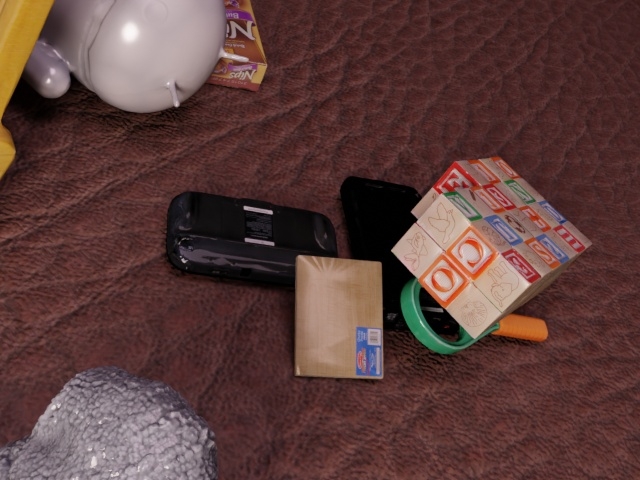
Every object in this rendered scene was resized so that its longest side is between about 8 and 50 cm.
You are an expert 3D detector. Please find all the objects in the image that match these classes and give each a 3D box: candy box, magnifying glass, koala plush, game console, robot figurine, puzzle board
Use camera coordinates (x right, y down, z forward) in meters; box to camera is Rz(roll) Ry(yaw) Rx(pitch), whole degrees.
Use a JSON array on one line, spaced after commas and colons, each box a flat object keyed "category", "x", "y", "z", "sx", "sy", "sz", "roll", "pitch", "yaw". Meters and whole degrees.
[{"category": "candy box", "x": -0.148, "y": -0.300, "z": 1.101, "sx": 0.109, "sy": 0.053, "sz": 0.186, "roll": 5, "pitch": 48, "yaw": -24}, {"category": "magnifying glass", "x": 0.181, "y": 0.090, "z": 0.867, "sx": 0.231, "sy": 0.026, "sz": 0.092, "roll": 14, "pitch": 54, "yaw": -38}, {"category": "koala plush", "x": -0.171, "y": 0.192, "z": 0.425, "sx": 0.196, "sy": 0.203, "sz": 0.221, "roll": 42, "pitch": 42, "yaw": 21}, {"category": "game console", "x": 0.000, "y": 0.000, "z": 0.891, "sx": 0.361, "sy": 0.044, "sz": 0.213, "roll": 9, "pitch": 46, "yaw": -21}, {"category": "robot figurine", "x": -0.258, "y": -0.293, "z": 0.927, "sx": 0.353, "sy": 0.199, "sz": 0.300, "roll": 39, "pitch": 67, "yaw": 12}, {"category": "puzzle board", "x": 0.019, "y": 0.082, "z": 0.806, "sx": 0.096, "sy": 0.011, "sz": 0.128, "roll": 5, "pitch": 73, "yaw": -16}]

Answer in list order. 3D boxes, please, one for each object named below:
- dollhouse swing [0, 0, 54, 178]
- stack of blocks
[{"category": "dollhouse swing", "x": -0.438, "y": -0.234, "z": 0.705, "sx": 0.315, "sy": 0.305, "sz": 0.346, "roll": -6, "pitch": 53, "yaw": -31}, {"category": "stack of blocks", "x": 0.198, "y": -0.007, "z": 0.897, "sx": 0.171, "sy": 0.087, "sz": 0.297, "roll": 47, "pitch": 27, "yaw": 16}]
